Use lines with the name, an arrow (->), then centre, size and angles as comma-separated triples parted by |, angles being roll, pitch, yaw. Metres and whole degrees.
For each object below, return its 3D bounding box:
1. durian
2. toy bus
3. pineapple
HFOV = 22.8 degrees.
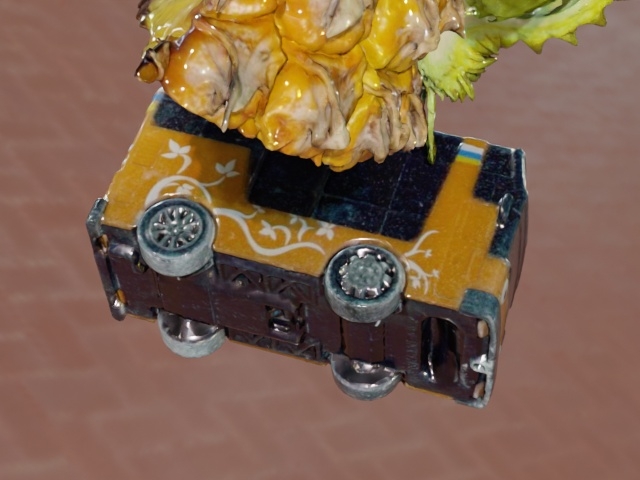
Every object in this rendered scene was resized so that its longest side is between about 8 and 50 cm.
durian -> 0.152, -0.212, 1.109 | 0.132, 0.375, 0.107 | 20, 20, -27
toy bus -> 0.000, 0.000, 1.268 | 0.323, 0.162, 0.194 | 13, 57, 12
pineapple -> 0.018, -0.139, 0.796 | 0.161, 0.158, 0.334 | 35, 13, -12
